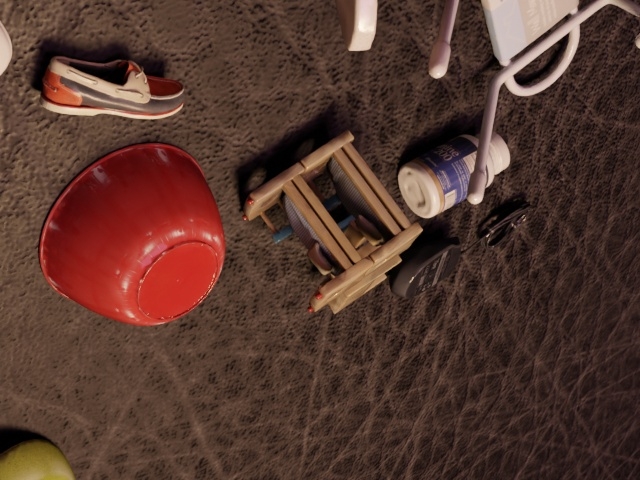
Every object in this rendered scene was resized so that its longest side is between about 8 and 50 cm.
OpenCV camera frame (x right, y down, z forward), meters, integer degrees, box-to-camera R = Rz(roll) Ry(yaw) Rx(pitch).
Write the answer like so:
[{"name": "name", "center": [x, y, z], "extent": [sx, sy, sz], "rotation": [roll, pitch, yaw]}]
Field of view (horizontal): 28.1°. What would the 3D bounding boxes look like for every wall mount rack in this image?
[{"name": "wall mount rack", "center": [0.210, -0.221, 1.307], "extent": [0.304, 0.130, 0.350], "rotation": [-40, 142, -10]}]

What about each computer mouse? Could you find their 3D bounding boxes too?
[{"name": "computer mouse", "center": [0.169, 0.002, 1.557], "extent": [0.242, 0.041, 0.071], "rotation": [-27, 148, -36]}]

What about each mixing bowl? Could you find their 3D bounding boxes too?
[{"name": "mixing bowl", "center": [-0.156, 0.011, 1.183], "extent": [0.181, 0.098, 0.181], "rotation": [-27, 138, -27]}]

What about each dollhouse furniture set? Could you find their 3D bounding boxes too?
[{"name": "dollhouse furniture set", "center": [0.000, 0.000, 1.339], "extent": [0.129, 0.129, 0.184], "rotation": [-33, 171, -17]}]

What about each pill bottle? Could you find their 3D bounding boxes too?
[{"name": "pill bottle", "center": [0.152, -0.079, 1.433], "extent": [0.120, 0.067, 0.067], "rotation": [-28, 139, -24]}]

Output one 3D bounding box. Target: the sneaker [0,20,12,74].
[{"name": "sneaker", "center": [-0.287, -0.158, 0.898], "extent": [0.080, 0.094, 0.212], "rotation": [-50, 144, 1]}]

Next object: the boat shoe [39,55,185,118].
[{"name": "boat shoe", "center": [-0.171, -0.132, 1.080], "extent": [0.137, 0.049, 0.043], "rotation": [-3, 123, -38]}]

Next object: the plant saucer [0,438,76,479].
[{"name": "plant saucer", "center": [-0.309, 0.318, 1.276], "extent": [0.241, 0.037, 0.241], "rotation": [-51, 151, -43]}]

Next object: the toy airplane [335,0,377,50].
[{"name": "toy airplane", "center": [0.046, -0.293, 0.953], "extent": [0.386, 0.272, 0.384], "rotation": [-38, 134, 19]}]
